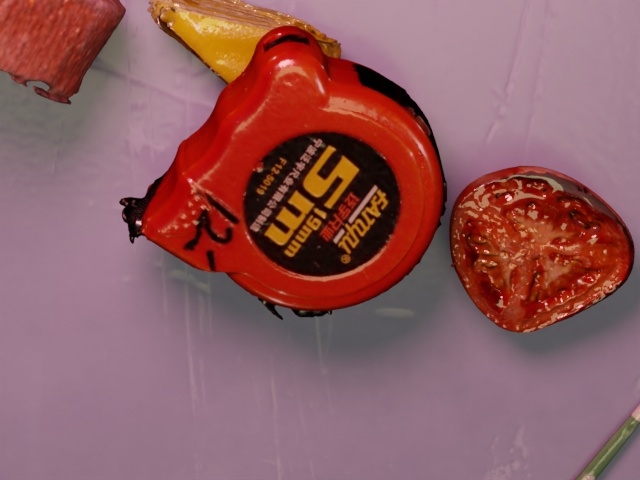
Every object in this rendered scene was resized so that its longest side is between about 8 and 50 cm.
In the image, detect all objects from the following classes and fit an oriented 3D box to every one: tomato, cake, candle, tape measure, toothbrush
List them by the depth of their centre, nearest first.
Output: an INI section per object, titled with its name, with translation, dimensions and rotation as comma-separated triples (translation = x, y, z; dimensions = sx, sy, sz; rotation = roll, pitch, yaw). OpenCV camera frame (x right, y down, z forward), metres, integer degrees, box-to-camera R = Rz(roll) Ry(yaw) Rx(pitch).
[candle]
translation = -0.324, -0.248, 1.282
dimensions = 0.317, 0.287, 0.131
rotation = 31, 99, -9
[tape measure]
translation = -0.015, -0.052, 1.396
dimensions = 0.260, 0.114, 0.253
rotation = 32, 108, -18
[cake]
translation = -0.080, -0.173, 1.433
dimensions = 0.185, 0.079, 0.116
rotation = 6, 120, -15
[tomato]
translation = 0.210, -0.007, 1.483
dimensions = 0.166, 0.082, 0.174
rotation = -30, 111, 11
[toothbrush]
translation = 0.323, 0.204, 1.589
dimensions = 0.018, 0.024, 0.257
rotation = 34, 105, -12
